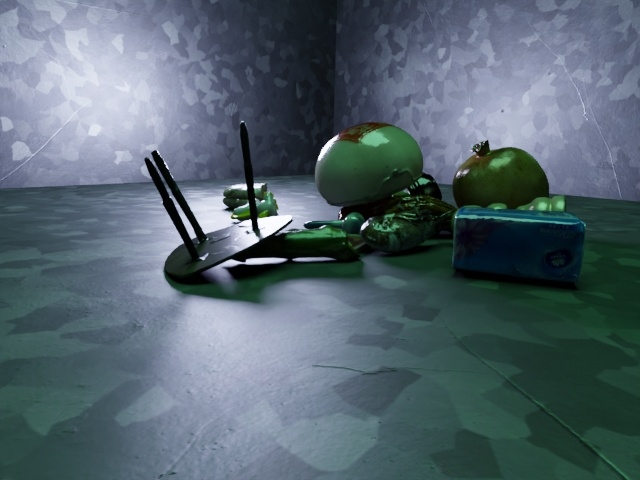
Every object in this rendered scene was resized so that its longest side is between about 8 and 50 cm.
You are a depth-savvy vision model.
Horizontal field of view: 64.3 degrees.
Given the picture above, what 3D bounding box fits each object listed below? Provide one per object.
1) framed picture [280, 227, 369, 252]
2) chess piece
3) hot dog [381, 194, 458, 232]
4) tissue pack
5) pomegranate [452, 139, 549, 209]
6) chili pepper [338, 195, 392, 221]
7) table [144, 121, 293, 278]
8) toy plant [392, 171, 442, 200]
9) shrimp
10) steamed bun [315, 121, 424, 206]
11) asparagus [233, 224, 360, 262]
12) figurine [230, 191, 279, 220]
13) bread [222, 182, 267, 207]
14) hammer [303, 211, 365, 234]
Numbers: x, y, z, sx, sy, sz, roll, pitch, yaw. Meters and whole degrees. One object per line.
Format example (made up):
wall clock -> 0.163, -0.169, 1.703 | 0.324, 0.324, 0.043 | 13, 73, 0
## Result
framed picture -> 0.000, 0.000, 1.457 | 0.290, 0.020, 0.211 | 6, 12, 24
chess piece -> 0.519, -0.043, 1.418 | 0.300, 0.166, 0.167 | 1, 10, 25
hot dog -> 0.335, -0.087, 1.631 | 0.272, 0.122, 0.196 | 5, 10, 3
tissue pack -> 0.443, 0.004, 1.161 | 0.264, 0.146, 0.198 | 4, 10, 19
pomegranate -> 0.572, -0.173, 1.645 | 0.319, 0.319, 0.319 | 1, 11, 0
chili pepper -> 0.132, -0.098, 1.762 | 0.144, 0.136, 0.253 | 40, 39, 28
table -> -0.279, -0.099, 1.154 | 0.318, 0.249, 0.317 | -17, 17, 5
toy plant -> 0.334, -0.153, 1.937 | 0.235, 0.175, 0.218 | -26, 3, 4
shrimp -> 0.253, -0.039, 1.422 | 0.343, 0.116, 0.145 | -13, 20, -33
steamed bun -> 0.152, -0.273, 1.733 | 0.375, 0.241, 0.374 | -20, 13, 5
asparagus -> -0.067, 0.012, 1.239 | 0.343, 0.085, 0.082 | 1, 35, -12
figurine -> -0.234, -0.106, 1.796 | 0.178, 0.109, 0.129 | 3, 33, 26
bread -> -0.317, -0.193, 2.167 | 0.183, 0.101, 0.337 | 1, 10, -2
hammer -> 0.042, -0.048, 1.592 | 0.194, 0.069, 0.116 | -2, 12, 10
